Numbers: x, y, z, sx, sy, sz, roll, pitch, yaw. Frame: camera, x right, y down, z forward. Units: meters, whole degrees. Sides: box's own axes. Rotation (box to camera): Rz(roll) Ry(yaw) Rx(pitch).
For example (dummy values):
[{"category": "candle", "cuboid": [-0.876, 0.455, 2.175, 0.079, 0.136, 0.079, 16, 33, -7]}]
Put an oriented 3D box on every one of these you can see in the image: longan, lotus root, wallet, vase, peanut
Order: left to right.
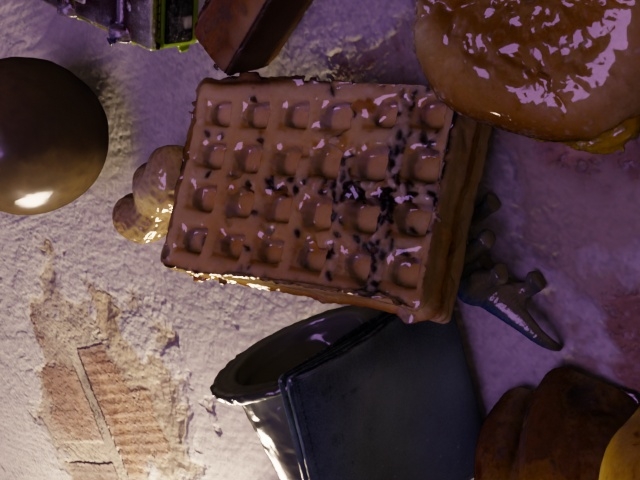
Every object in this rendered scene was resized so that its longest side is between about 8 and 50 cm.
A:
[{"category": "longan", "cuboid": [-0.456, -0.158, 1.286, 0.258, 0.258, 0.258, 17, 118, 34]}, {"category": "peanut", "cuboid": [-0.253, -0.062, 1.265, 0.228, 0.085, 0.104, -45, 68, 43]}, {"category": "vase", "cuboid": [0.021, 0.264, 1.077, 0.245, 0.245, 0.291, -12, 104, 42]}, {"category": "wallet", "cuboid": [0.088, 0.208, 0.951, 0.054, 0.290, 0.251, -4, 107, 45]}, {"category": "lotus root", "cuboid": [0.248, 0.261, 0.916, 0.199, 0.180, 0.188, 25, 126, 30]}]

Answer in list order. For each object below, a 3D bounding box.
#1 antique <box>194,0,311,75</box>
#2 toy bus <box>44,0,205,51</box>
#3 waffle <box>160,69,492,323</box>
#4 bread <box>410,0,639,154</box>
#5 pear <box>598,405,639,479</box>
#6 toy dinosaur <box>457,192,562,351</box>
[{"category": "antique", "cuboid": [-0.047, -0.335, 0.975, 0.093, 0.087, 0.310, 51, 133, 14]}, {"category": "toy bus", "cuboid": [-0.266, -0.345, 1.127, 0.301, 0.139, 0.113, 30, 125, 37]}, {"category": "waffle", "cuboid": [-0.005, -0.054, 0.959, 0.376, 0.114, 0.261, 10, 82, 33]}, {"category": "bread", "cuboid": [0.202, -0.180, 0.757, 0.246, 0.195, 0.176, 29, 118, 30]}, {"category": "pear", "cuboid": [0.400, 0.247, 0.700, 0.314, 0.314, 0.314, 17, 118, 34]}, {"category": "toy dinosaur", "cuboid": [0.166, 0.049, 0.988, 0.248, 0.075, 0.188, 56, 143, 0]}]
